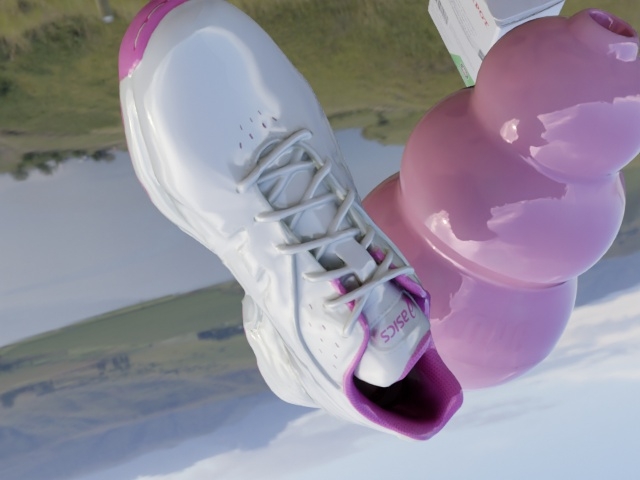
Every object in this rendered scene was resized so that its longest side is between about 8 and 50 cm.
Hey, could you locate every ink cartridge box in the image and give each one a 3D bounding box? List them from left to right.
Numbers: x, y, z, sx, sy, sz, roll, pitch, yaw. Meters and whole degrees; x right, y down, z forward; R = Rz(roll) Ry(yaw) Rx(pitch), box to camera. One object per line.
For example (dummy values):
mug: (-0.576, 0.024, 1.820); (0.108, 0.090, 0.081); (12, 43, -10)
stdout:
ink cartridge box: (0.216, -0.301, 1.024); (0.093, 0.160, 0.219); (-23, 168, -3)

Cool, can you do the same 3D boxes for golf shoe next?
golf shoe: (0.000, 0.000, 0.451); (0.115, 0.306, 0.140); (-44, -139, -20)

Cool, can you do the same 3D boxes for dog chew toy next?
dog chew toy: (0.144, -0.029, 0.644); (0.207, 0.206, 0.331); (-13, 142, -37)
